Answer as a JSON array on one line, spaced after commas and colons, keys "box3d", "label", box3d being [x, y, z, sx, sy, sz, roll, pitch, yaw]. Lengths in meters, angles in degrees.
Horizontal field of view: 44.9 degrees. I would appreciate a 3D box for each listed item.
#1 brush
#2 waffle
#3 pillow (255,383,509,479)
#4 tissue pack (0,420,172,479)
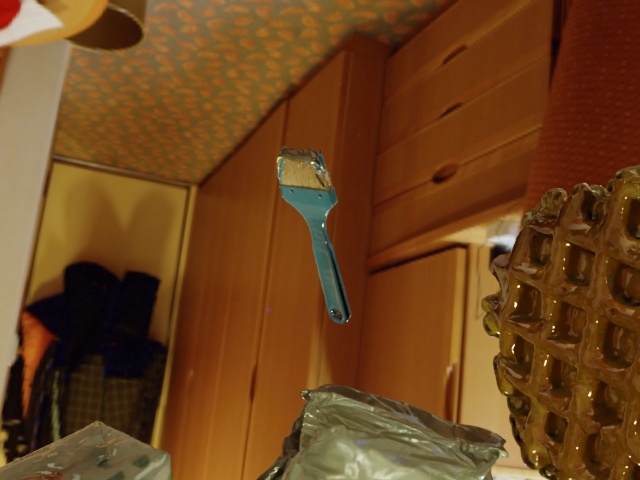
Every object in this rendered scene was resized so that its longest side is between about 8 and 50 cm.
[{"box3d": [0.000, 0.000, 0.624, 0.051, 0.014, 0.164, 10, 127, 40], "label": "brush"}, {"box3d": [0.244, 0.091, 0.632, 0.068, 0.325, 0.302, -3, 151, -28], "label": "waffle"}, {"box3d": [0.063, 0.343, 1.078, 0.310, 0.283, 0.138, 19, -155, -13], "label": "pillow"}, {"box3d": [-0.222, 0.331, 0.605, 0.128, 0.310, 0.228, 10, -161, 37], "label": "tissue pack"}]
